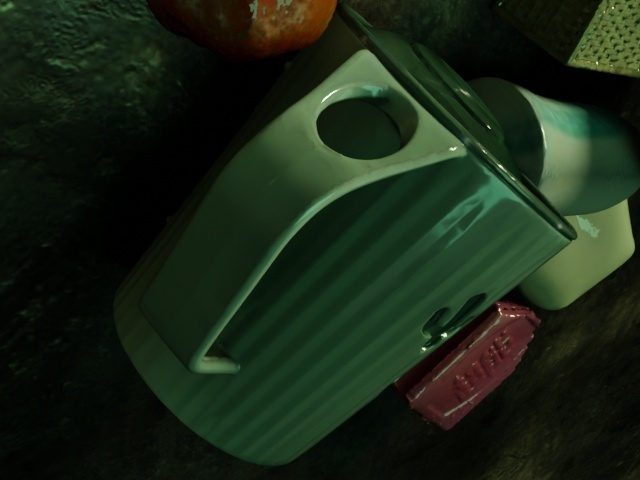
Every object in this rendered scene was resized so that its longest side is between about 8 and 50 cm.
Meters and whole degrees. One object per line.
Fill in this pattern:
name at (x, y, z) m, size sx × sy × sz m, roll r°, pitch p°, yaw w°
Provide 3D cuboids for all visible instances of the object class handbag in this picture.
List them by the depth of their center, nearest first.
handbag at (0.359, -0.044, 1.262) m, size 0.241 × 0.109 × 0.315 m, roll -37°, pitch 139°, yaw -7°

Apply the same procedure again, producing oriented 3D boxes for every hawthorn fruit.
hawthorn fruit at (-0.063, -0.241, 0.667) m, size 0.157 × 0.157 × 0.194 m, roll -20°, pitch 129°, yaw -25°

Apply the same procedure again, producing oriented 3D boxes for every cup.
cup at (-0.009, -0.015, 0.820) m, size 0.392 × 0.310 × 0.401 m, roll -46°, pitch 137°, yaw 14°

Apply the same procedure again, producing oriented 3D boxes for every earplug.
earplug at (0.306, -0.098, 1.087) m, size 0.324 × 0.185 × 0.185 m, roll -1°, pitch 127°, yaw -39°

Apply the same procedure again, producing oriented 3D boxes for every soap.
soap at (0.230, 0.174, 1.373) m, size 0.250 × 0.099 × 0.162 m, roll -46°, pitch 135°, yaw 6°

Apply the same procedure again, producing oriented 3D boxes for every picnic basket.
picnic basket at (0.327, -0.287, 0.969) m, size 0.196 × 0.134 × 0.154 m, roll -1°, pitch 131°, yaw -40°
